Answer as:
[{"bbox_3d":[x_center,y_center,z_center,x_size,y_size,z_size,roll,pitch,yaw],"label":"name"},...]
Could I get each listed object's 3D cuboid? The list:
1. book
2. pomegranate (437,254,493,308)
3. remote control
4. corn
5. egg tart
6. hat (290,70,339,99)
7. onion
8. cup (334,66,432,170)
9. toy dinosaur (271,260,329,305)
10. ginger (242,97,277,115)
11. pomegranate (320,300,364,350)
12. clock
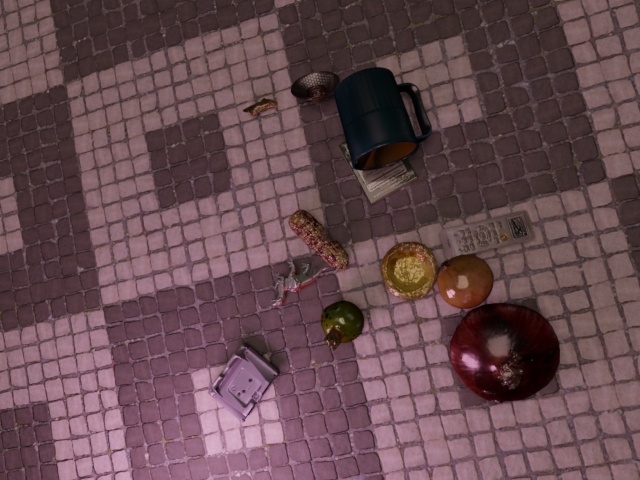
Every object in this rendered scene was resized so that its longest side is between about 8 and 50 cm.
[{"bbox_3d":[0.214,-0.295,1.947,0.202,0.027,0.264,-30,79,8],"label":"book"},{"bbox_3d":[0.491,0.139,1.767,0.191,0.191,0.191,-1,85,12],"label":"pomegranate"},{"bbox_3d":[0.586,-0.016,1.834,0.313,0.055,0.109,-14,76,6],"label":"remote control"},{"bbox_3d":[0.000,0.000,1.935,0.290,0.098,0.098,43,95,11],"label":"corn"},{"bbox_3d":[0.321,0.107,1.861,0.212,0.090,0.213,-1,87,14],"label":"egg tart"},{"bbox_3d":[-0.014,-0.568,1.997,0.193,0.082,0.193,-8,44,8],"label":"hat"},{"bbox_3d":[0.599,0.376,1.677,0.347,0.285,0.348,2,104,9],"label":"onion"},{"bbox_3d":[0.218,-0.437,1.825,0.307,0.242,0.292,-19,78,12],"label":"cup"},{"bbox_3d":[-0.078,0.155,1.964,0.242,0.053,0.167,-6,86,12],"label":"toy dinosaur"},{"bbox_3d":[-0.240,-0.528,2.059,0.137,0.044,0.057,-22,37,2],"label":"ginger"},{"bbox_3d":[0.070,0.304,1.852,0.159,0.205,0.159,11,124,17],"label":"pomegranate"},{"bbox_3d":[-0.291,0.537,1.965,0.186,0.083,0.253,35,93,12],"label":"clock"}]
